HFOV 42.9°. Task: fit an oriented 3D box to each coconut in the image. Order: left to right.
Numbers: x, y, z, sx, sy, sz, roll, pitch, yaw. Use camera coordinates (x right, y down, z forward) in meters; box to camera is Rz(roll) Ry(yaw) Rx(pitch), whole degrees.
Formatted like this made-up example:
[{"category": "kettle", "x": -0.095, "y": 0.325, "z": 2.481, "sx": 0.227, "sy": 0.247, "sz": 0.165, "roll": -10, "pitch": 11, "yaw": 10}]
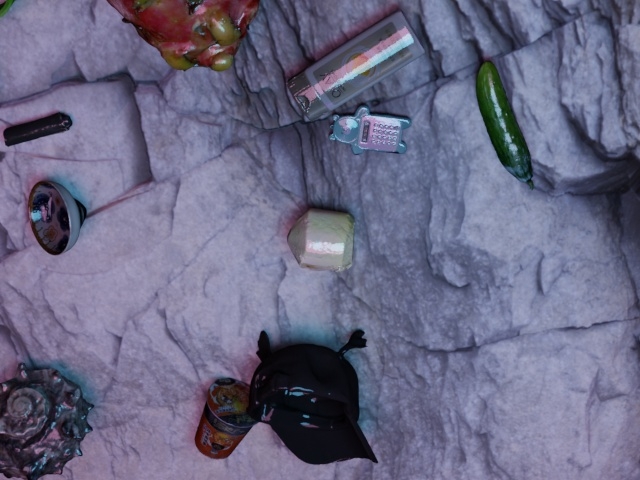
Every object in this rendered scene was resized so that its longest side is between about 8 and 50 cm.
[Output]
[{"category": "coconut", "x": 0.000, "y": 0.000, "z": 1.477, "sx": 0.122, "sy": 0.116, "sz": 0.116, "roll": 4, "pitch": 115, "yaw": 3}]

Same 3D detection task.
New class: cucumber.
[{"category": "cucumber", "x": 0.316, "y": -0.189, "z": 1.401, "sx": 0.056, "sy": 0.056, "sz": 0.250, "roll": -22, "pitch": 109, "yaw": 13}]

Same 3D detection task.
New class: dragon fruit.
[{"category": "dragon fruit", "x": -0.209, "y": -0.395, "z": 1.237, "sx": 0.250, "sy": 0.269, "sz": 0.291, "roll": -15, "pitch": 110, "yaw": 21}]

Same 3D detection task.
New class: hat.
[{"category": "hat", "x": 0.000, "y": 0.295, "z": 1.611, "sx": 0.238, "sy": 0.208, "sz": 0.336, "roll": -14, "pitch": 133, "yaw": 31}]

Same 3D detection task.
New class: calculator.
[{"category": "calculator", "x": 0.086, "y": -0.192, "z": 1.435, "sx": 0.141, "sy": 0.019, "sz": 0.094, "roll": 7, "pitch": 118, "yaw": 0}]

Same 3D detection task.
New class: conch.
[{"category": "conch", "x": -0.607, "y": 0.371, "z": 1.666, "sx": 0.313, "sy": 0.186, "sz": 0.240, "roll": -14, "pitch": 86, "yaw": 29}]

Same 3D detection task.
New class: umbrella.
[{"category": "umbrella", "x": -0.510, "y": -0.201, "z": 1.465, "sx": 0.133, "sy": 0.031, "sz": 0.036, "roll": -13, "pitch": 115, "yaw": 9}]

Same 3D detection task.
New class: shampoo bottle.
[{"category": "shampoo bottle", "x": 0.057, "y": -0.292, "z": 1.370, "sx": 0.227, "sy": 0.056, "sz": 0.086, "roll": -29, "pitch": 109, "yaw": 16}]

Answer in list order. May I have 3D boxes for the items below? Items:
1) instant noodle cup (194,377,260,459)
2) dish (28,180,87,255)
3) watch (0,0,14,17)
[{"category": "instant noodle cup", "x": -0.197, "y": 0.373, "z": 1.669, "sx": 0.127, "sy": 0.127, "sz": 0.135, "roll": 24, "pitch": 122, "yaw": -7}, {"category": "dish", "x": -0.473, "y": -0.047, "z": 1.518, "sx": 0.141, "sy": 0.078, "sz": 0.141, "roll": 12, "pitch": 110, "yaw": 38}, {"category": "watch", "x": -0.556, "y": -0.440, "z": 1.312, "sx": 0.152, "sy": 0.131, "sz": 0.165, "roll": 35, "pitch": 112, "yaw": -23}]
